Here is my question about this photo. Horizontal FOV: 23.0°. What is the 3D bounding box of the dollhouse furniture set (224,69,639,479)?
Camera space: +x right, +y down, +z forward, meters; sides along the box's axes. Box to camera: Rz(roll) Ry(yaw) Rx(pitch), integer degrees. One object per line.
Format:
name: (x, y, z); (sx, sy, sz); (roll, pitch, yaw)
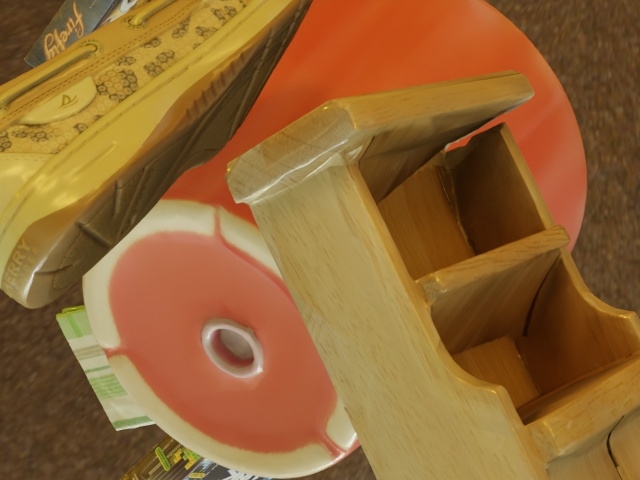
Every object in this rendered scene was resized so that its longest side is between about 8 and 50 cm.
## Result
dollhouse furniture set: (0.202, -0.008, 0.593); (0.394, 0.362, 0.256); (-29, 84, 33)

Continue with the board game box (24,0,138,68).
board game box: (-0.172, -0.258, 1.537); (0.042, 0.165, 0.243); (41, 105, 10)

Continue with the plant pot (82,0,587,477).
plant pot: (0.000, 0.000, 0.978); (0.275, 0.243, 0.275); (18, 129, 23)

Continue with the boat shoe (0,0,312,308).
boat shoe: (-0.087, -0.081, 0.760); (0.089, 0.285, 0.104); (35, 130, 5)

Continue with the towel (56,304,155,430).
towel: (-0.205, 0.129, 1.675); (0.113, 0.023, 0.152); (-13, 111, 29)

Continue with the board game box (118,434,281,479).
board game box: (-0.095, 0.213, 1.488); (0.141, 0.170, 0.048); (-46, 63, 16)
